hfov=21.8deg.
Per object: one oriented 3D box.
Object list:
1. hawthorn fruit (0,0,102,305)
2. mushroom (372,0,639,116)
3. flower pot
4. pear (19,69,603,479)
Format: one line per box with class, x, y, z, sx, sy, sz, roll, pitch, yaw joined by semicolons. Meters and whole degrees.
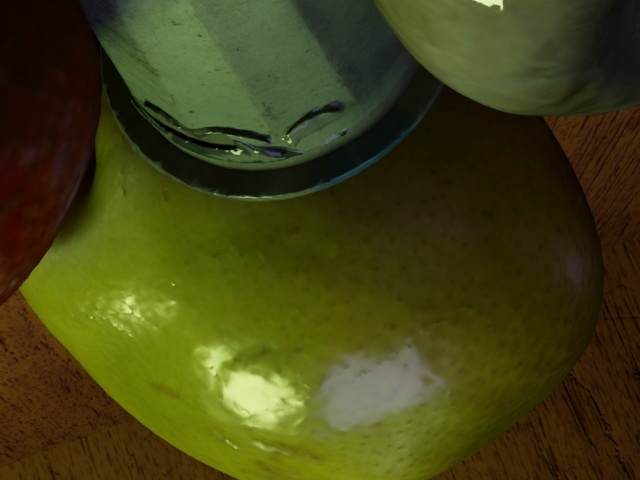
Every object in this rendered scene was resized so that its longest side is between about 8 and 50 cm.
hawthorn fruit;-0.241;-0.061;0.759;0.284;0.284;0.284;-20;167;-5
mushroom;0.189;-0.187;0.730;0.362;0.294;0.362;-37;161;-15
flower pot;-0.054;-0.152;0.850;0.212;0.212;0.202;-23;154;11
pear;0.000;0.000;1.161;0.418;0.362;0.362;21;145;-29
